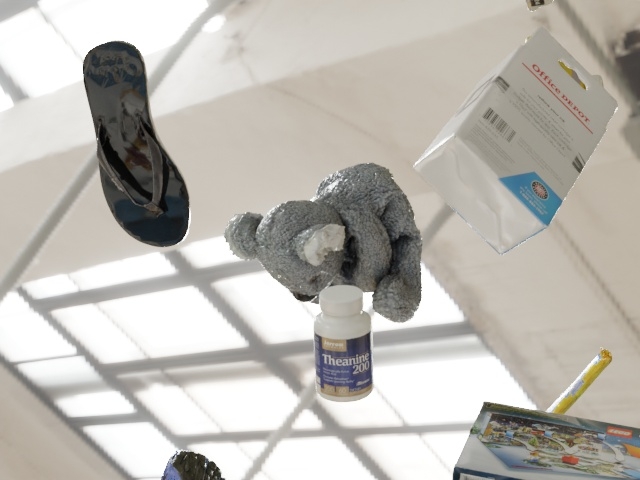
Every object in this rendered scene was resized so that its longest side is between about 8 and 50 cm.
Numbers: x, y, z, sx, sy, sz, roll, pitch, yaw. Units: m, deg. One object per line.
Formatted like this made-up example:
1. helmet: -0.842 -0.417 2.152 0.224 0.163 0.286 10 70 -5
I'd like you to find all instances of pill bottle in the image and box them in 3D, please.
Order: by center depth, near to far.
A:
1. pill bottle: 0.026 0.114 1.395 0.067 0.067 0.120 -25 -60 -46

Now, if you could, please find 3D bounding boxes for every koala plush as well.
1. koala plush: 0.000 0.000 1.583 0.221 0.196 0.203 -2 -82 -47

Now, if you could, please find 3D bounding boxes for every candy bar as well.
1. candy bar: 0.367 0.219 1.816 0.018 0.161 0.040 38 -170 -8

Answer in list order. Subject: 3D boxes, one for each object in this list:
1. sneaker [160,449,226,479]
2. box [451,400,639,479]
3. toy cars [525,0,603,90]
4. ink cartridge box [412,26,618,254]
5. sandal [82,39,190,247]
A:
1. sneaker: -0.139 0.248 1.008 0.087 0.221 0.083 24 -145 6
2. box: 0.228 0.189 0.978 0.159 0.233 0.044 -33 -49 -71
3. toy cars: 0.286 -0.268 1.515 0.176 0.087 0.394 -53 -46 -66
4. ink cartridge box: 0.165 -0.085 1.029 0.104 0.060 0.180 44 -131 -5
5. sandal: -0.224 -0.105 1.463 0.054 0.097 0.254 -88 -19 -73
